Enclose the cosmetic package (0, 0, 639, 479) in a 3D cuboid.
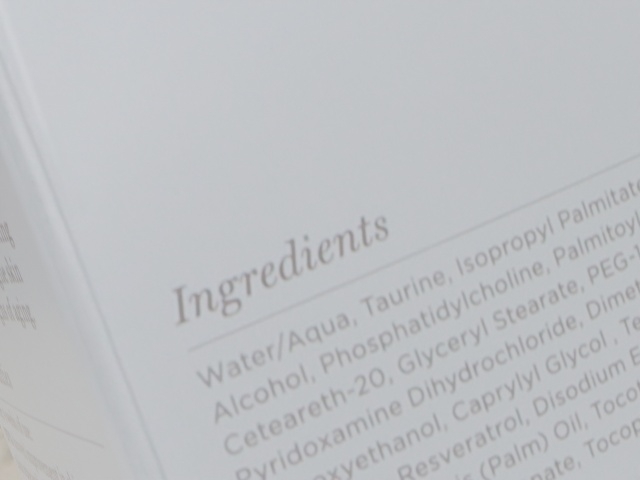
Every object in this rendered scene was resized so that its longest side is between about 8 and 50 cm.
[{"bbox_3d":[0.000,0.000,0.611,0.327,0.394,0.329,-22,8,-23],"label":"cosmetic package"}]
